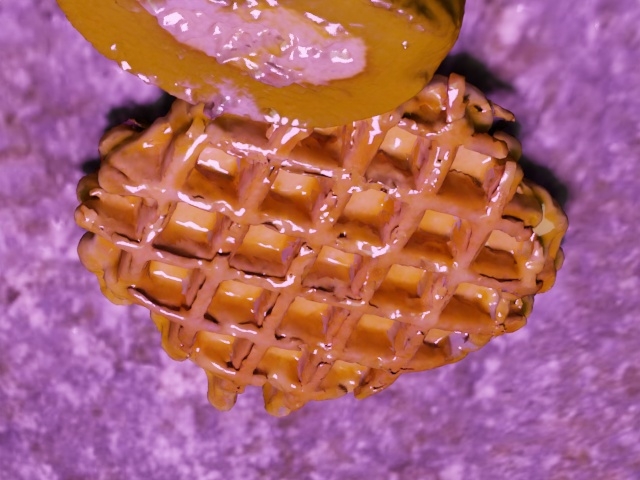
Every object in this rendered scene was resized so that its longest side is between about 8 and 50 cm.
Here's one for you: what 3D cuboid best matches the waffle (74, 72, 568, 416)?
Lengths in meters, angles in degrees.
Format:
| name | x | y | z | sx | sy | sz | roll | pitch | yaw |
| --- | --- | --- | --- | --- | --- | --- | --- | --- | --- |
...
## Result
| name | x | y | z | sx | sy | sz | roll | pitch | yaw |
| --- | --- | --- | --- | --- | --- | --- | --- | --- | --- |
| waffle | 0.000 | 0.000 | 1.257 | 0.382 | 0.095 | 0.380 | -21 | 131 | 19 |

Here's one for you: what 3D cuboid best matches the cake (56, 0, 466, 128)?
| name | x | y | z | sx | sy | sz | roll | pitch | yaw |
| --- | --- | --- | --- | --- | --- | --- | --- | --- | --- |
| cake | -0.037 | -0.181 | 1.009 | 0.260 | 0.156 | 0.179 | 25 | 148 | -18 |
